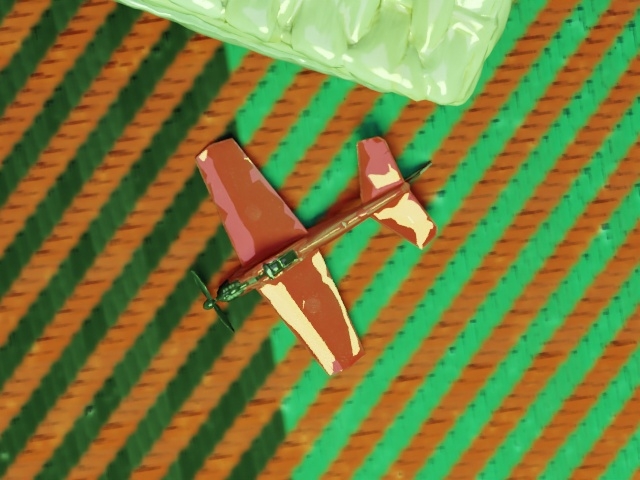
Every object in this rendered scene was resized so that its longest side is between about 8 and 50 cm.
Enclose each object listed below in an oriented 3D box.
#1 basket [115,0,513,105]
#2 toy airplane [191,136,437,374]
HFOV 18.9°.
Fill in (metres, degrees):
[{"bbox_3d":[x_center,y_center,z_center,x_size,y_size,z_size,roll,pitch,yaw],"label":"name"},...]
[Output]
[{"bbox_3d":[-0.039,-0.258,0.907,0.328,0.266,0.331,20,98,-8],"label":"basket"},{"bbox_3d":[0.000,0.000,1.066,0.151,0.028,0.151,0,98,-3],"label":"toy airplane"}]
